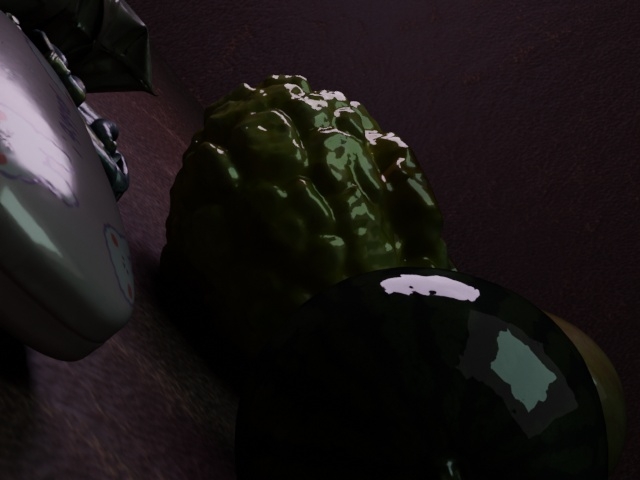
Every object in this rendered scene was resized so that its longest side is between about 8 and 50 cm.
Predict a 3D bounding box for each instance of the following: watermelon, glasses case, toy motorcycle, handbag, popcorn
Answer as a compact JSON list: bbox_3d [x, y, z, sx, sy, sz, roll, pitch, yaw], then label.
[{"bbox_3d":[0.055,0.115,0.611,0.212,0.212,0.212,51,3,-4],"label":"watermelon"},{"bbox_3d":[-0.162,-0.049,0.561,0.113,0.075,0.297,51,4,-38],"label":"glasses case"},{"bbox_3d":[-0.180,-0.080,0.761,0.193,0.061,0.124,60,13,28],"label":"toy motorcycle"},{"bbox_3d":[-0.235,-0.202,0.891,0.182,0.117,0.270,38,-1,18],"label":"handbag"},{"bbox_3d":[0.000,0.000,0.877,0.252,0.206,0.237,18,51,-14],"label":"popcorn"}]

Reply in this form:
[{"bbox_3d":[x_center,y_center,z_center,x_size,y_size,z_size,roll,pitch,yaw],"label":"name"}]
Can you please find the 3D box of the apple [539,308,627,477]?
[{"bbox_3d":[0.179,0.182,1.162,0.234,0.257,0.257,38,5,-5],"label":"apple"}]
